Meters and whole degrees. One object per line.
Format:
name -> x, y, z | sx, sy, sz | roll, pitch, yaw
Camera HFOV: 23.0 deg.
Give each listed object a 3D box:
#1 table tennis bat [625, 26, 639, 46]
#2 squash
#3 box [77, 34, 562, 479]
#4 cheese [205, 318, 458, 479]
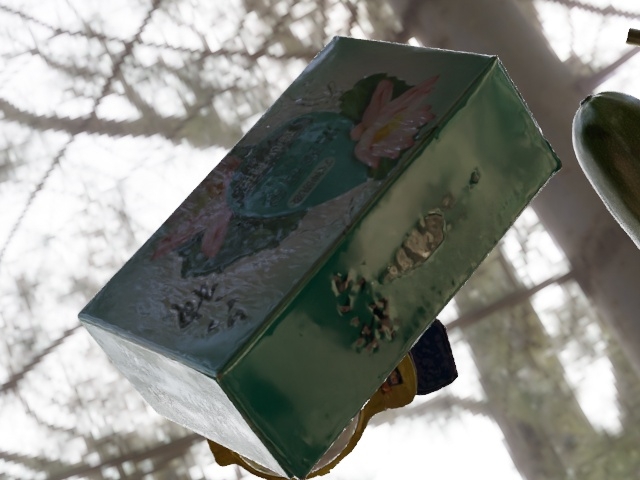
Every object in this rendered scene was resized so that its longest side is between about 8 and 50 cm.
table tennis bat -> 0.307, -0.138, 1.182 | 0.156, 0.087, 0.013 | 14, -63, 14
squash -> 0.238, 0.011, 0.929 | 0.066, 0.252, 0.066 | -41, -5, -4
box -> 0.000, 0.000, 0.893 | 0.245, 0.153, 0.092 | -49, -55, -20
cheese -> 0.010, 0.144, 1.484 | 0.250, 0.064, 0.156 | -23, -69, -9
